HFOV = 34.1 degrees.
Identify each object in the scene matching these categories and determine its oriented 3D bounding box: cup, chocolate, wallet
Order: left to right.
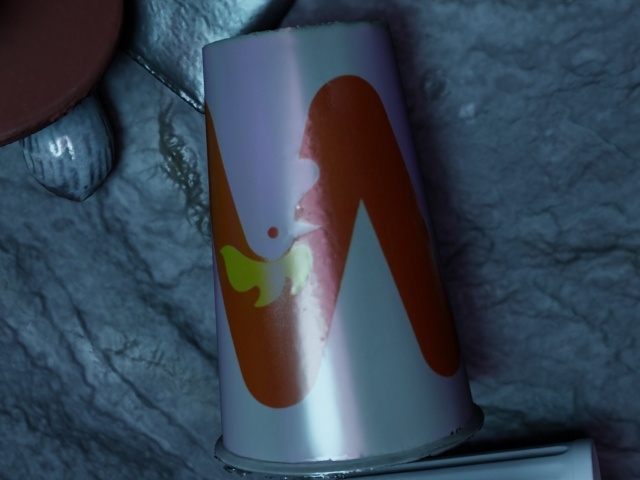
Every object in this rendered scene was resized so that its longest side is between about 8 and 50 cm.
[{"bbox_3d":[-0.204,-0.111,0.804,0.072,0.072,0.167,-9,99,13],"label":"chocolate"},{"bbox_3d":[-0.062,-0.222,0.771,0.124,0.025,0.244,39,107,1],"label":"wallet"},{"bbox_3d":[0.000,0.000,0.739,0.203,0.203,0.288,-6,95,13],"label":"cup"},{"bbox_3d":[0.118,0.263,0.781,0.202,0.167,0.221,-7,100,16],"label":"cup"}]

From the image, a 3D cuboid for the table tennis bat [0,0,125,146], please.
[{"bbox_3d":[-0.339,-0.196,0.708,0.415,0.051,0.268,12,70,-15],"label":"table tennis bat"}]
